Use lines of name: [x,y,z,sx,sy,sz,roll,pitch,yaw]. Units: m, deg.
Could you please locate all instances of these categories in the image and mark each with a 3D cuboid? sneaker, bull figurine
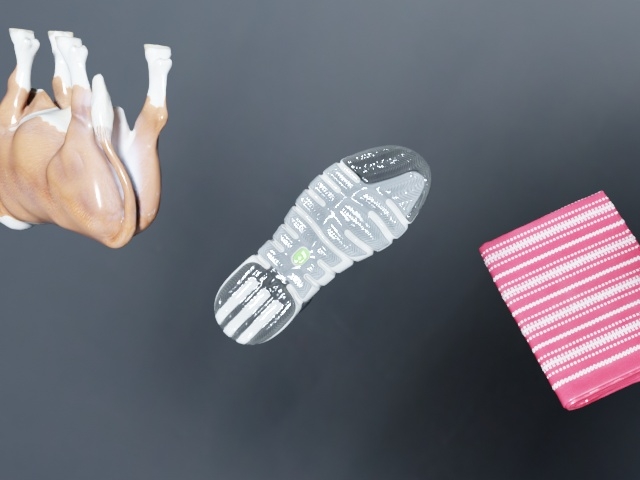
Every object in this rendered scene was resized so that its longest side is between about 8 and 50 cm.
sneaker: [0.000,0.000,1.516,0.229,0.086,0.132,-39,-2,0]
bull figurine: [-0.228,-0.084,1.460,0.310,0.101,0.188,14,101,50]

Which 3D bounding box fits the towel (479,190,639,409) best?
towel: [0.356,0.079,2.274,0.031,0.199,0.275,71,174,-59]
